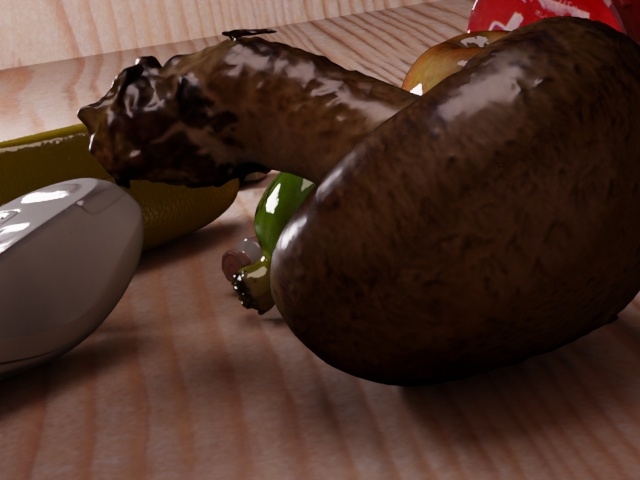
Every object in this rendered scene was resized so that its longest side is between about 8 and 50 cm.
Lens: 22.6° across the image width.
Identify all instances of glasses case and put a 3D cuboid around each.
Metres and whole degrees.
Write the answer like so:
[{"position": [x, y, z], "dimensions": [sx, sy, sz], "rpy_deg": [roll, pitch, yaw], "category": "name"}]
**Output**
[{"position": [-0.247, -0.040, 1.587], "dimensions": [0.371, 0.141, 0.173], "rpy_deg": [-17, 3, -29], "category": "glasses case"}]

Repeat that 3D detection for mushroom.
[{"position": [0.076, -0.059, 1.153], "dimensions": [0.334, 0.356, 0.331], "rpy_deg": [-44, -29, 20], "category": "mushroom"}]

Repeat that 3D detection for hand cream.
[{"position": [0.292, -0.222, 1.808], "dimensions": [0.230, 0.230, 0.149], "rpy_deg": [5, 22, 41], "category": "hand cream"}, {"position": [-0.001, 0.004, 1.485], "dimensions": [0.210, 0.043, 0.067], "rpy_deg": [-14, 15, -41], "category": "hand cream"}]

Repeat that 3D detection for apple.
[{"position": [0.166, -0.113, 1.566], "dimensions": [0.188, 0.173, 0.188], "rpy_deg": [-9, 17, 3], "category": "apple"}]

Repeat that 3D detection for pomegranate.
[{"position": [-0.002, -0.012, 1.359], "dimensions": [0.169, 0.122, 0.143], "rpy_deg": [-20, -23, 3], "category": "pomegranate"}]

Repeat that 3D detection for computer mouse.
[{"position": [-0.265, 0.056, 1.287], "dimensions": [0.184, 0.121, 0.297], "rpy_deg": [-4, 27, 41], "category": "computer mouse"}]

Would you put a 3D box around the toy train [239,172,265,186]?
[{"position": [-0.133, -0.087, 1.880], "dimensions": [0.138, 0.050, 0.087], "rpy_deg": [-4, 11, 20], "category": "toy train"}]
